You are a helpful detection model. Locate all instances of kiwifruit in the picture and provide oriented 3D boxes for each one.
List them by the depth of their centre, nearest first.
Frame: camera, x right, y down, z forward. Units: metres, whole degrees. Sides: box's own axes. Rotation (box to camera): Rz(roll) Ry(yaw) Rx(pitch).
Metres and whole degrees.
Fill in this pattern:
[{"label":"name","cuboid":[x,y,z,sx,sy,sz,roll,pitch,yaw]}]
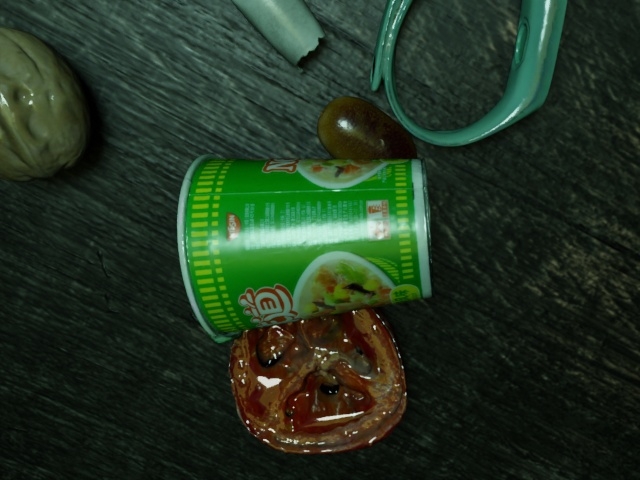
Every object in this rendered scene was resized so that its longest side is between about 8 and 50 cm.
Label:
[{"label":"kiwifruit","cuboid":[0.052,-0.113,0.650,0.124,0.075,0.075,30,107,-16]}]

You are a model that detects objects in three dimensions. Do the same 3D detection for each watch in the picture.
[{"label":"watch","cuboid":[0.158,-0.222,0.619,0.195,0.068,0.237,6,113,1]}]

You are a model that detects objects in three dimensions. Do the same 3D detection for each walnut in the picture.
[{"label":"walnut","cuboid":[-0.322,-0.143,0.611,0.140,0.140,0.162,-16,118,6]}]

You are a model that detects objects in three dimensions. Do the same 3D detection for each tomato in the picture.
[{"label":"tomato","cuboid":[0.003,0.155,0.733,0.227,0.101,0.228,1,96,7]}]

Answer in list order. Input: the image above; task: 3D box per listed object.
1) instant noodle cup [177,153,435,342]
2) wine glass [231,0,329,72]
[{"label":"instant noodle cup","cuboid":[0.000,0.000,0.604,0.232,0.207,0.207,-5,109,10]},{"label":"wine glass","cuboid":[-0.091,-0.290,0.594,0.074,0.074,0.262,-40,106,13]}]
